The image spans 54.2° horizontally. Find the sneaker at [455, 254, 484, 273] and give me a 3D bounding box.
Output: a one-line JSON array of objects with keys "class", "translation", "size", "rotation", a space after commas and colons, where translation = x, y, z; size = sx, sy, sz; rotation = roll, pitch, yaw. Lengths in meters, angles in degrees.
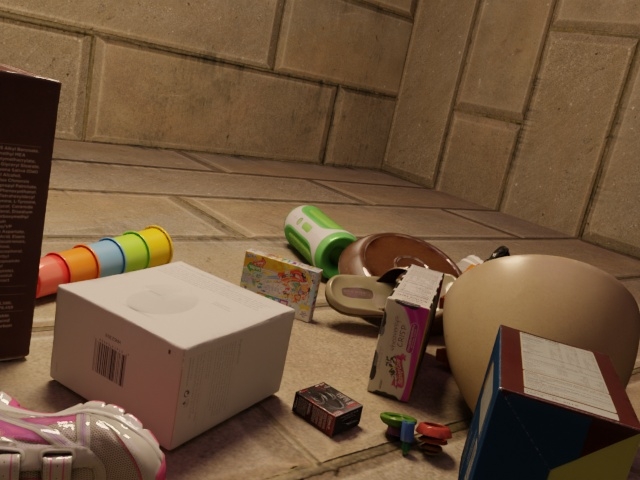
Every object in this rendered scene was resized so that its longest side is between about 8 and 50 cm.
[{"class": "sneaker", "translation": [0.391, 0.137, 1.482], "size": [0.115, 0.105, 0.281], "rotation": [-24, 27, -13]}]

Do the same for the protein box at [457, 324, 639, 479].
[{"class": "protein box", "translation": [0.240, 0.231, 0.699], "size": [0.135, 0.200, 0.201], "rotation": [15, 14, 13]}]

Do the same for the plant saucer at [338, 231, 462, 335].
[{"class": "plant saucer", "translation": [0.193, 0.076, 1.356], "size": [0.310, 0.050, 0.311], "rotation": [14, 37, -11]}]

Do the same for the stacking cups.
[{"class": "stacking cups", "translation": [-0.414, 0.047, 1.162], "size": [0.096, 0.096, 0.316], "rotation": [18, 20, 25]}]

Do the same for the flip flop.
[{"class": "flip flop", "translation": [0.147, 0.093, 1.207], "size": [0.277, 0.080, 0.112], "rotation": [4, 47, -13]}]

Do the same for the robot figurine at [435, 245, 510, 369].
[{"class": "robot figurine", "translation": [0.303, 0.125, 1.190], "size": [0.085, 0.211, 0.291], "rotation": [9, 17, 26]}]

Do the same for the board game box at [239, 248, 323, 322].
[{"class": "board game box", "translation": [-0.080, 0.086, 1.211], "size": [0.154, 0.104, 0.026], "rotation": [15, 15, 16]}]

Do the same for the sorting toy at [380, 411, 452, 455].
[{"class": "sorting toy", "translation": [0.123, 0.262, 0.837], "size": [0.102, 0.042, 0.061], "rotation": [6, -6, 31]}]

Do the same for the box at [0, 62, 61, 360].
[{"class": "box", "translation": [-0.466, -0.047, 0.838], "size": [0.143, 0.382, 0.191], "rotation": [-1, 19, -42]}]

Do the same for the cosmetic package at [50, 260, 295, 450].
[{"class": "cosmetic package", "translation": [-0.194, 0.137, 0.843], "size": [0.224, 0.138, 0.224], "rotation": [19, 17, 29]}]

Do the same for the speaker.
[{"class": "speaker", "translation": [0.000, 0.000, 1.572], "size": [0.131, 0.131, 0.296], "rotation": [6, 15, -22]}]

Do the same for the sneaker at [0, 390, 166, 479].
[{"class": "sneaker", "translation": [-0.273, 0.214, 0.586], "size": [0.252, 0.103, 0.111], "rotation": [7, 17, 6]}]

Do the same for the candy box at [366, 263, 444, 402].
[{"class": "candy box", "translation": [0.149, 0.145, 1.051], "size": [0.071, 0.159, 0.233], "rotation": [14, 15, 14]}]

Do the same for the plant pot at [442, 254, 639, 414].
[{"class": "plant pot", "translation": [0.308, 0.184, 0.898], "size": [0.284, 0.284, 0.191], "rotation": [13, 49, 7]}]

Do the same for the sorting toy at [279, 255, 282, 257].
[{"class": "sorting toy", "translation": [-0.085, 0.074, 1.406], "size": [0.075, 0.045, 0.083], "rotation": [38, 23, 18]}]

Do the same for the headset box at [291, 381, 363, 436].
[{"class": "headset box", "translation": [0.013, 0.232, 0.859], "size": [0.083, 0.032, 0.062], "rotation": [21, 17, 38]}]
